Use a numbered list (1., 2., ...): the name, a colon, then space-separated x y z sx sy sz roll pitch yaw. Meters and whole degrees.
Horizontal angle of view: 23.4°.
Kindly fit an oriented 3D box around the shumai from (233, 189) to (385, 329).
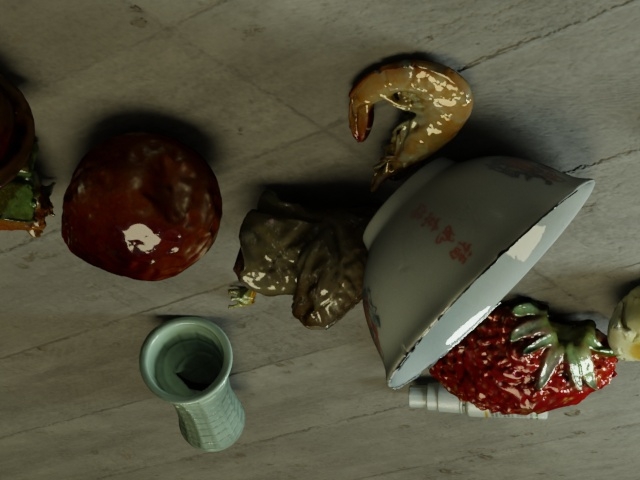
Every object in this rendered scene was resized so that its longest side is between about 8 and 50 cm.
1. shumai: 0.001 -0.001 1.970 0.185 0.218 0.184 48 141 5

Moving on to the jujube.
1. jujube: -0.230 -0.037 1.897 0.190 0.190 0.255 21 166 -27

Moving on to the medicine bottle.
1. medicine bottle: 0.253 0.252 2.468 0.221 0.061 0.092 1 171 10

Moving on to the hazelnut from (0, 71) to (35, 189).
1. hazelnut: -0.419 -0.137 1.728 0.202 0.170 0.160 8 180 -21

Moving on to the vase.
1. vase: -0.192 0.240 2.445 0.143 0.143 0.299 3 155 6

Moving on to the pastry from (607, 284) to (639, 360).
1. pastry: 0.475 0.116 2.127 0.166 0.088 0.166 5 152 3

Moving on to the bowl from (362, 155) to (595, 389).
1. bowl: 0.153 0.003 1.830 0.157 0.345 0.345 46 154 12

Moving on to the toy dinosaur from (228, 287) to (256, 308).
1. toy dinosaur: -0.113 0.079 2.228 0.041 0.026 0.113 0 162 -4

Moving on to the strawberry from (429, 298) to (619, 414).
1. strawberry: 0.292 0.209 2.293 0.233 0.137 0.306 15 150 -20

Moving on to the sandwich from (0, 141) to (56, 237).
1. sandwich: -0.431 -0.069 1.938 0.185 0.109 0.160 3 173 0

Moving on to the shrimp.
1. shrimp: 0.088 -0.132 1.760 0.133 0.053 0.236 11 149 -15
